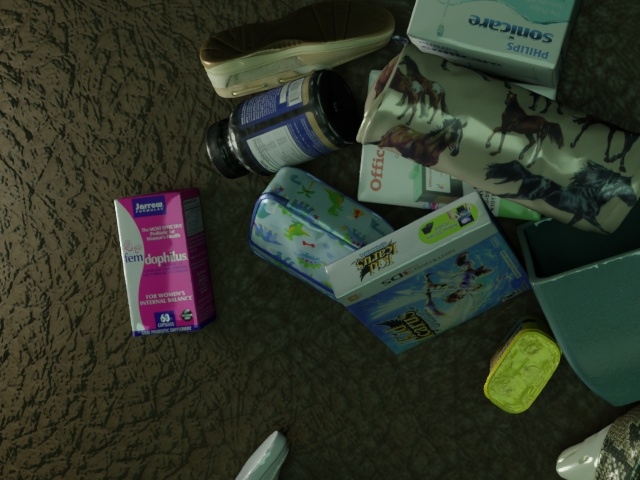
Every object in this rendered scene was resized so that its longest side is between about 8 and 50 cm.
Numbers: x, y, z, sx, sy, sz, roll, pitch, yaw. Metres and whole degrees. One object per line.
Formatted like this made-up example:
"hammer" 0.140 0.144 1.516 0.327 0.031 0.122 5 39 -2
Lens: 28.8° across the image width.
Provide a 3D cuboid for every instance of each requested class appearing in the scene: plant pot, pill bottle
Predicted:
"plant pot" 0.448 0.091 1.817 0.247 0.248 0.252 -18 108 10
"pill bottle" -0.061 -0.170 1.897 0.219 0.123 0.123 -18 94 29

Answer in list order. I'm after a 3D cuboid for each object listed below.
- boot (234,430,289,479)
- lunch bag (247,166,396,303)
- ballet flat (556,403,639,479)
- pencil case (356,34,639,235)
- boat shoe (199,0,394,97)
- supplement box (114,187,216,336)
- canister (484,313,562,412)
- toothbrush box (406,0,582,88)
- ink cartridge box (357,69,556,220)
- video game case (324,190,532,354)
"boot" -0.092 0.435 2.018 0.123 0.095 0.258 32 108 -4
"lunch bag" 0.000 0.000 1.907 0.219 0.176 0.090 31 57 3
"ballet flat" 0.424 0.431 1.910 0.182 0.164 0.483 16 101 27
"pencil case" 0.263 -0.142 1.723 0.410 0.183 0.160 21 126 1
"boat shoe" -0.029 -0.287 1.916 0.302 0.109 0.098 -12 134 9
"supplement box" -0.244 0.032 1.973 0.111 0.114 0.220 -7 94 10
"canister" 0.304 0.181 1.877 0.073 0.170 0.126 33 100 4
"toothbrush box" 0.270 -0.389 1.767 0.216 0.126 0.295 15 86 14
"ink cartridge box" 0.202 -0.145 1.880 0.278 0.117 0.201 6 98 7
"video game case" 0.168 0.056 1.840 0.244 0.269 0.061 -26 60 11
